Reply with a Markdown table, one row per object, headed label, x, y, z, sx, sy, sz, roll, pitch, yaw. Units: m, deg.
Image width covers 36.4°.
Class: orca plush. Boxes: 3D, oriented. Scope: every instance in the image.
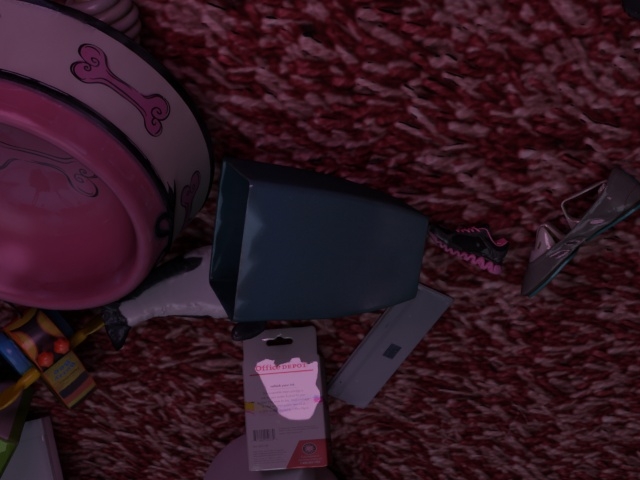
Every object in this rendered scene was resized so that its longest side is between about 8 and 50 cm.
| label | x | y | z | sx | sy | sz | roll | pitch | yaw |
| --- | --- | --- | --- | --- | --- | --- | --- | --- | --- |
| orca plush | -0.147 | 0.069 | 1.298 | 0.287 | 0.102 | 0.151 | -29 | 97 | -11 |

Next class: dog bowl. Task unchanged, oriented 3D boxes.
| label | x | y | z | sx | sy | sz | roll | pitch | yaw |
| --- | --- | --- | --- | --- | --- | --- | --- | --- | --- |
| dog bowl | -0.338 | -0.076 | 1.120 | 0.408 | 0.150 | 0.408 | 8 | 139 | 7 |

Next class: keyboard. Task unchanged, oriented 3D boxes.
| label | x | y | z | sx | sy | sz | roll | pitch | yaw |
| --- | --- | --- | --- | --- | --- | --- | --- | --- | --- |
| keyboard | 0.095 | 0.156 | 1.414 | 0.072 | 0.014 | 0.256 | 21 | 126 | -18 |

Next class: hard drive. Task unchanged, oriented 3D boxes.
| label | x | y | z | sx | sy | sz | roll | pitch | yaw |
| --- | --- | --- | --- | --- | --- | --- | --- | --- | --- |
| hard drive | -0.488 | 0.450 | 1.536 | 0.203 | 0.040 | 0.307 | -16 | 83 | 15 |

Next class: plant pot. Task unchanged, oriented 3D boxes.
| label | x | y | z | sx | sy | sz | roll | pitch | yaw |
| --- | --- | --- | --- | --- | --- | --- | --- | --- | --- |
| plant pot | 0.000 | 0.000 | 1.185 | 0.234 | 0.165 | 0.165 | 3 | 104 | -17 |

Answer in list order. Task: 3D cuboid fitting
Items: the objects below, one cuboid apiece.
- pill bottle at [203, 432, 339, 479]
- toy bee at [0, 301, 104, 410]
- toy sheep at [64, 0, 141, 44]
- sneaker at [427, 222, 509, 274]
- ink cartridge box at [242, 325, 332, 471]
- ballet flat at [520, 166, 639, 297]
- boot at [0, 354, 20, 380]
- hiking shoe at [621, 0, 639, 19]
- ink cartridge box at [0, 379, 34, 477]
| label | x | y | z | sx | sy | sz | roll | pitch | yaw |
| --- | --- | --- | --- | --- | --- | --- | --- | --- | --- |
| pill bottle | -0.031 | 0.479 | 1.541 | 0.210 | 0.210 | 0.363 | -17 | 125 | 16 |
| toy bee | -0.386 | 0.153 | 1.326 | 0.195 | 0.162 | 0.298 | -56 | 137 | -4 |
| toy sheep | -0.239 | -0.240 | 1.084 | 0.091 | 0.091 | 0.132 | -14 | 125 | 14 |
| sneaker | 0.195 | -0.002 | 1.273 | 0.119 | 0.047 | 0.057 | 24 | 103 | -15 |
| ink cartridge box | -0.048 | 0.228 | 1.402 | 0.115 | 0.198 | 0.067 | -5 | 168 | 7 |
| ballet flat | 0.319 | -0.013 | 1.246 | 0.068 | 0.072 | 0.213 | 47 | 120 | 4 |
| boot | -0.515 | 0.138 | 1.407 | 0.219 | 0.106 | 0.082 | 18 | 128 | -45 |
| hiking shoe | 0.392 | -0.326 | 0.995 | 0.227 | 0.086 | 0.114 | -38 | 103 | 21 |
| ink cartridge box | -0.558 | 0.237 | 1.393 | 0.255 | 0.189 | 0.097 | 26 | 100 | -15 |
